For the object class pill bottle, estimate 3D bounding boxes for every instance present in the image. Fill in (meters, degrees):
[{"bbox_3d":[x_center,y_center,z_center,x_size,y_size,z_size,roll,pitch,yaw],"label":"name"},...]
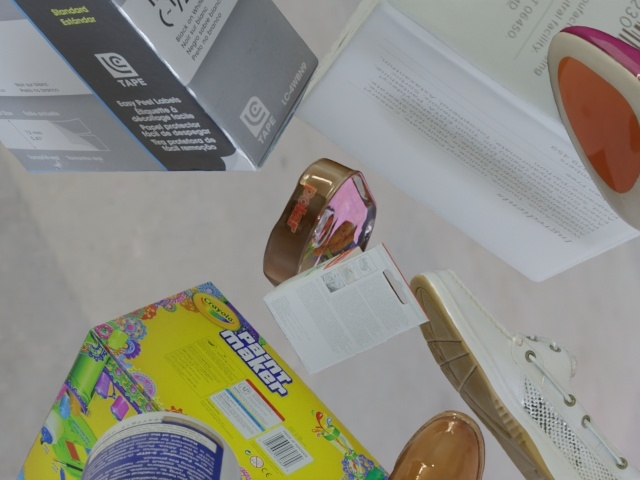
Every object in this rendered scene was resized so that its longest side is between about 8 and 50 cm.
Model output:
[{"bbox_3d":[-0.108,0.195,1.137,0.187,0.112,0.112,-89,162,-71],"label":"pill bottle"}]

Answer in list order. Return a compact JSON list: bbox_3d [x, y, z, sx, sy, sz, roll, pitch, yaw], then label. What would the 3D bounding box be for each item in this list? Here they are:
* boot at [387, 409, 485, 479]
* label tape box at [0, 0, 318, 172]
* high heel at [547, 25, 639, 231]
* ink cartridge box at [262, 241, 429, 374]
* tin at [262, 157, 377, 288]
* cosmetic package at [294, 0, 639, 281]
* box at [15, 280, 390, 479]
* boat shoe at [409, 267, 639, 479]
[{"bbox_3d":[0.060,0.228,1.385,0.197,0.073,0.152,-64,167,7],"label":"boot"},{"bbox_3d":[-0.199,-0.191,1.200,0.348,0.249,0.115,48,58,-39],"label":"label tape box"},{"bbox_3d":[0.344,-0.053,1.408,0.181,0.127,0.377,-23,61,-28],"label":"high heel"},{"bbox_3d":[0.021,0.041,1.180,0.063,0.115,0.029,59,40,-6],"label":"ink cartridge box"},{"bbox_3d":[0.000,0.000,1.384,0.190,0.040,0.106,60,53,-74],"label":"tin"},{"bbox_3d":[0.221,-0.202,1.715,0.327,0.393,0.329,34,74,-4],"label":"cosmetic package"},{"bbox_3d":[-0.129,0.252,1.801,0.290,0.279,0.177,47,40,19],"label":"box"},{"bbox_3d":[0.186,0.128,1.601,0.277,0.096,0.098,55,-14,-2],"label":"boat shoe"}]
